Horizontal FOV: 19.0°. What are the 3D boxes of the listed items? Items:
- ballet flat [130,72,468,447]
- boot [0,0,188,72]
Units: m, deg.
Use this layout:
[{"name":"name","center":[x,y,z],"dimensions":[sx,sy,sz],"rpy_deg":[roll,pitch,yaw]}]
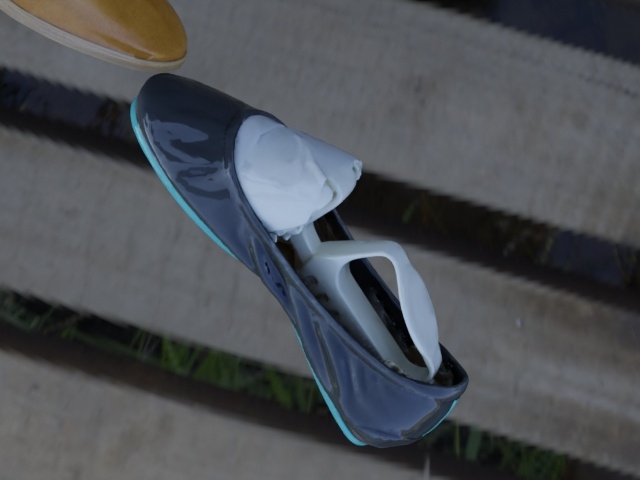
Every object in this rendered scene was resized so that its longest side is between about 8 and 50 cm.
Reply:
[{"name":"ballet flat","center":[0.000,0.000,1.174],"dimensions":[0.096,0.095,0.280],"rpy_deg":[-26,107,34]},{"name":"boot","center":[-0.153,-0.248,1.147],"dimensions":[0.295,0.104,0.211],"rpy_deg":[30,110,-23]}]
